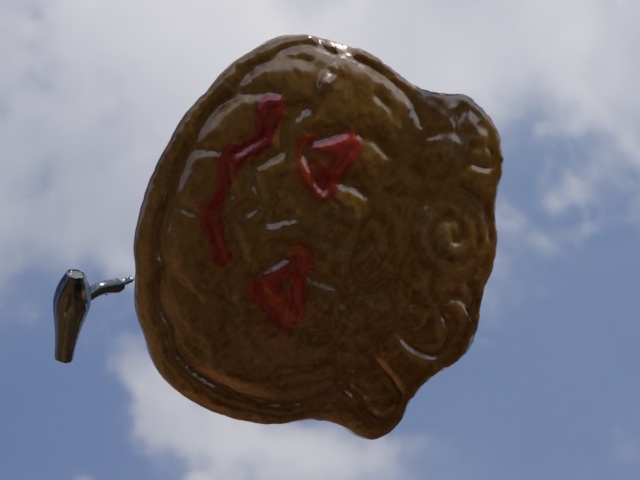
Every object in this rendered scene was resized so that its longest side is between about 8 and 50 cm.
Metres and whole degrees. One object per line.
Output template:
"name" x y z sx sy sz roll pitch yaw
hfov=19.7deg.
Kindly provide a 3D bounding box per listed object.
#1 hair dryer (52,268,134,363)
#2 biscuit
"hair dryer" -0.181 0.053 1.477 0.083 0.031 0.079 -20 -50 -44
"biscuit" 0.001 0.000 1.278 0.257 0.273 0.049 20 -7 -15
